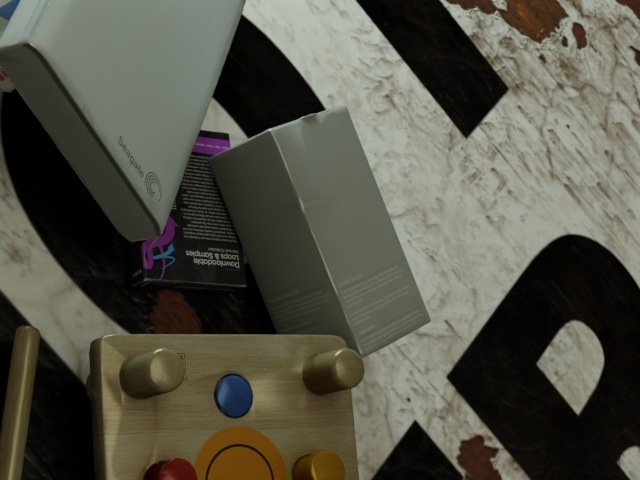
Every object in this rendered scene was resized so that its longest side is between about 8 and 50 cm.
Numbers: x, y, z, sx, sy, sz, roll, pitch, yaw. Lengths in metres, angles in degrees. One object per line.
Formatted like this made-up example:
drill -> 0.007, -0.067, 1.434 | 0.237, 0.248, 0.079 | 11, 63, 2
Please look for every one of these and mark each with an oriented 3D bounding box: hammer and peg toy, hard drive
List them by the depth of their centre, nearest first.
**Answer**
hammer and peg toy -> -0.120, 0.198, 1.213 | 0.361, 0.127, 0.266 | 4, 76, -33
hard drive -> -0.166, -0.207, 1.321 | 0.233, 0.047, 0.353 | 60, 33, -40

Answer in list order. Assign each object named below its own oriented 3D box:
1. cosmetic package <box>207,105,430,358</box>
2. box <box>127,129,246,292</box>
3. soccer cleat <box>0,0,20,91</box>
cosmetic package -> 0.000, 0.000, 1.402 | 0.127, 0.107, 0.238 | -20, 86, -49
box -> -0.133, -0.031, 1.379 | 0.116, 0.029, 0.162 | 6, 67, -37
soccer cleat -> -0.321, -0.205, 1.248 | 0.331, 0.116, 0.143 | 1, 70, -37
